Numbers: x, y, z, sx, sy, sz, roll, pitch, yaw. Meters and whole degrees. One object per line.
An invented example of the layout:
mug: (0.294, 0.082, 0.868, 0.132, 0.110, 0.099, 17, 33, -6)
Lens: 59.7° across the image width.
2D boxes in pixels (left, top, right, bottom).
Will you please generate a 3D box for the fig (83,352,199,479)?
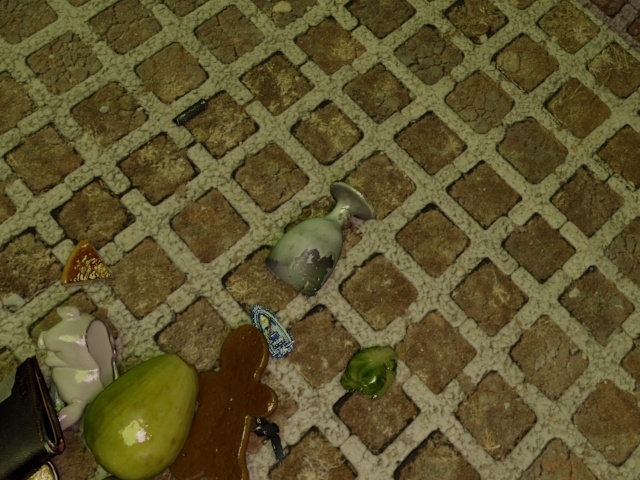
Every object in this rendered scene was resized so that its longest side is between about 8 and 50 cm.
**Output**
fig: (-0.437, 0.441, 1.427, 0.258, 0.258, 0.326, 33, 60, 5)

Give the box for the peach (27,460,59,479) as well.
peach: (-0.772, 0.665, 1.416, 0.189, 0.068, 0.279, 19, 69, -7)

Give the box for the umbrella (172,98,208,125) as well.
umbrella: (-0.422, -0.418, 1.821, 0.133, 0.031, 0.036, -41, 106, -16)

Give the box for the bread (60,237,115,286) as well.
bread: (-0.691, 0.089, 1.617, 0.136, 0.054, 0.154, -39, 74, -17)

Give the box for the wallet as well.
wallet: (-0.739, 0.450, 1.365, 0.221, 0.071, 0.262, -39, 62, 20)

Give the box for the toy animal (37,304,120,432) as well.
toy animal: (-0.632, 0.340, 1.462, 0.154, 0.208, 0.325, -8, 75, 15)

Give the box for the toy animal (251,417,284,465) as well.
toy animal: (-0.149, 0.511, 1.506, 0.062, 0.108, 0.220, -31, 57, -9)

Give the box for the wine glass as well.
wine glass: (-0.001, -0.002, 1.648, 0.190, 0.190, 0.357, 36, 69, 6)

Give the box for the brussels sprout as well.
brussels sprout: (0.144, 0.369, 1.590, 0.139, 0.100, 0.181, 40, 83, 28)

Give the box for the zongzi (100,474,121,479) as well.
zongzi: (-0.463, 0.799, 1.358, 0.356, 0.174, 0.392, 22, 80, 9)

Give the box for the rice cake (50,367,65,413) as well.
rice cake: (-0.716, 0.379, 1.526, 0.045, 0.042, 0.245, 1, 71, -18)

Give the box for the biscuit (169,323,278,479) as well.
biscuit: (-0.233, 0.439, 1.492, 0.283, 0.064, 0.431, 3, 68, 31)

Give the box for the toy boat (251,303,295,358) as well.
toy boat: (-0.142, 0.250, 1.589, 0.091, 0.110, 0.175, -32, 76, -15)
